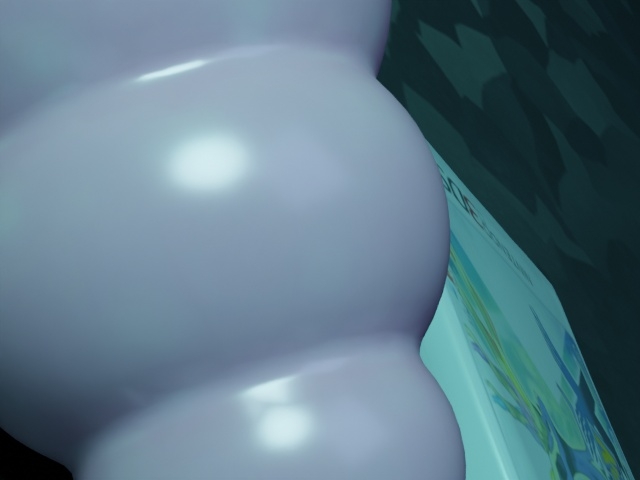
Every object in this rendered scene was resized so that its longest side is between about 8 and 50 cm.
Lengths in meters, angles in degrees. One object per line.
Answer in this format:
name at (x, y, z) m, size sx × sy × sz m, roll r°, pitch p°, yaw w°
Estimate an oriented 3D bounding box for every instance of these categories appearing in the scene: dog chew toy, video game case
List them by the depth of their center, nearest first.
dog chew toy at (-0.049, -0.012, 0.551) m, size 0.206 × 0.207 × 0.332 m, roll 3°, pitch 64°, yaw -59°
video game case at (0.110, 0.109, 0.767) m, size 0.300 × 0.036 × 0.329 m, roll 42°, pitch 26°, yaw -55°
